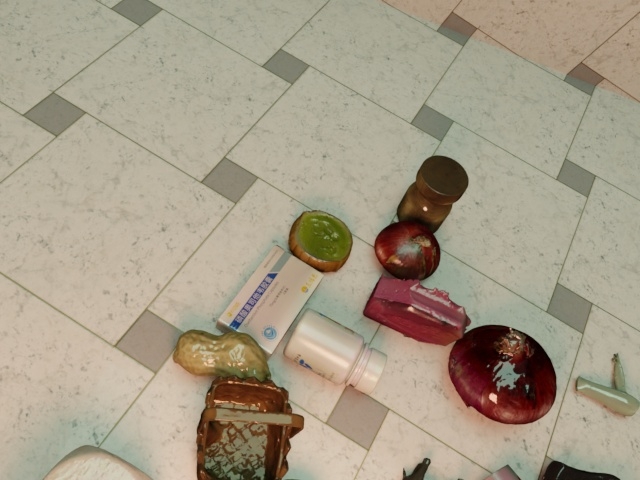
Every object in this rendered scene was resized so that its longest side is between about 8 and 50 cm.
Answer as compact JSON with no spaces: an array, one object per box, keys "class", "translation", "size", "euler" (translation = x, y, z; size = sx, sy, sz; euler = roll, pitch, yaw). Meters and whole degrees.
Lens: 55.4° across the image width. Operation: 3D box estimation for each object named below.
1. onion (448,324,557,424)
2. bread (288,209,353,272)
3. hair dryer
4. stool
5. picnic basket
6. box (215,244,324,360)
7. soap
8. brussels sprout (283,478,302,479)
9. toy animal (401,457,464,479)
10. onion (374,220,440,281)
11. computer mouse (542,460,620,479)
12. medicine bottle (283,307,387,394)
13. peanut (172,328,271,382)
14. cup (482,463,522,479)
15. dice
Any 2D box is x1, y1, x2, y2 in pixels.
[{"class":"onion","translation":[0.580,0.389,1.899],"size":[0.348,0.285,0.347],"euler":[4,41,-3]},{"class":"bread","translation":[0.000,0.000,2.102],"size":[0.236,0.070,0.236],"euler":[10,52,-14]},{"class":"hair dryer","translation":[0.992,0.470,2.103],"size":[0.206,0.075,0.237],"euler":[25,48,9]},{"class":"stool","translation":[0.400,-0.156,2.204],"size":[0.179,0.264,0.179],"euler":[7,57,-10]},{"class":"picnic basket","translation":[-0.197,0.503,1.600],"size":[0.254,0.321,0.291],"euler":[10,59,-13]},{"class":"box","translation":[-0.157,0.191,1.954],"size":[0.200,0.065,0.343],"euler":[31,56,6]},{"class":"soap","translation":[0.316,0.231,1.973],"size":[0.325,0.220,0.127],"euler":[23,64,-1]},{"class":"brussels sprout","translation":[-0.081,0.720,1.596],"size":[0.181,0.144,0.161],"euler":[-12,104,-2]},{"class":"toy animal","translation":[0.337,0.735,1.731],"size":[0.245,0.114,0.146],"euler":[20,46,24]},{"class":"onion","translation":[0.312,0.029,2.139],"size":[0.248,0.161,0.248],"euler":[11,35,-8]},{"class":"computer mouse","translation":[0.781,0.758,1.839],"size":[0.264,0.088,0.147],"euler":[16,74,-5]},{"class":"medicine bottle","translation":[0.047,0.340,1.853],"size":[0.293,0.170,0.170],"euler":[27,56,3]},{"class":"peanut","translation":[-0.277,0.337,1.782],"size":[0.291,0.143,0.159],"euler":[19,77,-3]},{"class":"cup","translation":[0.563,0.793,1.708],"size":[0.203,0.203,0.288],"euler":[-19,58,-25]},{"class":"dice","translation":[-0.549,0.654,1.447],"size":[0.243,0.251,0.259],"euler":[29,56,6]}]
